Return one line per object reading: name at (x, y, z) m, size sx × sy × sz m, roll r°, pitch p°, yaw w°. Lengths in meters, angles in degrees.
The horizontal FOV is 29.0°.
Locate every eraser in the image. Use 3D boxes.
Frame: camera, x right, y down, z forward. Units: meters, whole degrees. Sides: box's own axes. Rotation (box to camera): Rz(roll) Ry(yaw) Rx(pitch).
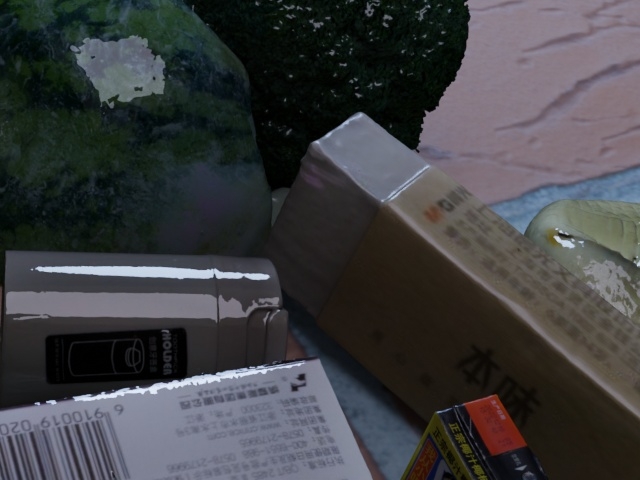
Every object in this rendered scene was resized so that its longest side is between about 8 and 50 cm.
eraser at (0.115, 0.069, 0.859) m, size 0.343 × 0.144 × 0.078 m, roll 40°, pitch 46°, yaw 13°

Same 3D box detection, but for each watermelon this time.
watermelon at (-0.154, -0.071, 0.923) m, size 0.260 × 0.256 × 0.176 m, roll 28°, pitch 0°, yaw 19°

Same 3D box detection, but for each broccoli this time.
broccoli at (-0.010, -0.179, 1.033) m, size 0.297 × 0.298 × 0.297 m, roll 26°, pitch 6°, yaw 6°

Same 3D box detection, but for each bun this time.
bun at (0.254, 0.052, 0.953) m, size 0.229 × 0.145 × 0.229 m, roll 4°, pitch 16°, yaw -1°

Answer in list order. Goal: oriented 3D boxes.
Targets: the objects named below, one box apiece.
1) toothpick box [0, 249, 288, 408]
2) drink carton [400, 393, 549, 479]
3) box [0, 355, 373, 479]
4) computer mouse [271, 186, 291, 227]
toothpick box at (-0.121, 0.062, 0.829) m, size 0.180 × 0.111 × 0.111 m, roll 3°, pitch 47°, yaw -15°
drink carton at (0.081, 0.172, 0.751) m, size 0.056 × 0.166 × 0.071 m, roll -11°, pitch 53°, yaw -28°
box at (-0.093, 0.189, 0.716) m, size 0.260 × 0.111 × 0.194 m, roll -5°, pitch 50°, yaw -25°
computer mouse at (0.000, 0.000, 0.985) m, size 0.110 × 0.032 × 0.056 m, roll 24°, pitch 56°, yaw -5°
